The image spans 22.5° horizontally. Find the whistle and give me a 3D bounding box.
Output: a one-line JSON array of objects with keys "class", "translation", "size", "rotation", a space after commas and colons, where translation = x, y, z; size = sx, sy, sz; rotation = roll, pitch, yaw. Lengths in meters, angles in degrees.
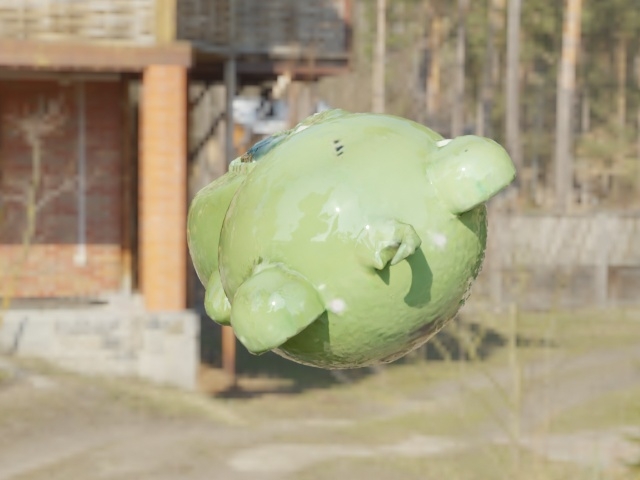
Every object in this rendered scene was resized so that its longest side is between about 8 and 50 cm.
[{"class": "whistle", "translation": [0.000, 0.000, 0.589], "size": [0.105, 0.085, 0.227], "rotation": [-34, 8, -9]}]
